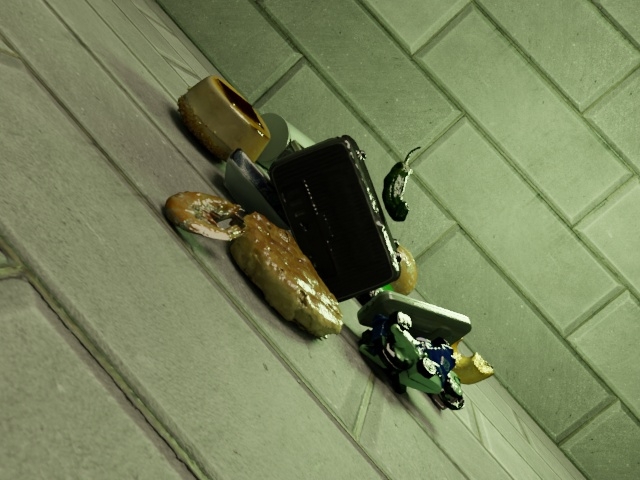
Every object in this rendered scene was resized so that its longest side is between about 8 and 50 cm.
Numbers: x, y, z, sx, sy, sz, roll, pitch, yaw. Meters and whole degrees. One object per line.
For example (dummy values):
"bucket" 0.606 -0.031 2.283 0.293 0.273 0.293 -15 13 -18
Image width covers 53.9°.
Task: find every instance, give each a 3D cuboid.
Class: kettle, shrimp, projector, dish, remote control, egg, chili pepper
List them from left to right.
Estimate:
"shrimp" -0.204 -0.037 1.175 0.188 0.051 0.132 -1 50 -49
"dish" -0.175 -0.121 1.668 0.243 0.080 0.182 49 10 -12
"kettle" -0.164 -0.378 2.499 0.265 0.205 0.318 54 13 21
"projector" 0.053 -0.067 1.679 0.405 0.242 0.394 -54 124 -82
"egg" 0.275 0.115 2.439 0.245 0.203 0.203 53 7 -15
"chili pepper" 0.202 -0.138 1.638 0.065 0.122 0.278 32 42 -20
"remote control" 0.257 0.220 1.678 0.336 0.128 0.065 20 39 -33

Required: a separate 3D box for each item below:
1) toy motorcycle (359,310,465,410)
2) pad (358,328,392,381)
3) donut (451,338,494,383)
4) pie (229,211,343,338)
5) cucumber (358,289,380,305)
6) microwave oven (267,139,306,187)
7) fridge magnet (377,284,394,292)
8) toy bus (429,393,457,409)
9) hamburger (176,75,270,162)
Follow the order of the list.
"toy motorcycle" 0.249 0.298 1.590 0.331 0.125 0.196 35 31 -27
"pad" 0.208 0.282 1.682 0.159 0.009 0.265 50 32 9
"donut" 0.468 0.423 2.220 0.259 0.152 0.101 45 22 21
"pie" -0.071 0.074 1.345 0.339 0.083 0.339 49 9 -10
"cucumber" 0.179 0.206 1.992 0.300 0.072 0.072 53 10 17
"microwave oven" -0.084 -0.224 2.238 0.145 0.194 0.240 38 12 -27
"fridge magnet" 0.190 0.164 2.171 0.208 0.088 0.208 47 8 -9
"toy bus" 0.294 0.356 1.828 0.274 0.090 0.112 50 5 9
"hamburger" -0.283 -0.337 1.840 0.302 0.170 0.302 45 14 -14
